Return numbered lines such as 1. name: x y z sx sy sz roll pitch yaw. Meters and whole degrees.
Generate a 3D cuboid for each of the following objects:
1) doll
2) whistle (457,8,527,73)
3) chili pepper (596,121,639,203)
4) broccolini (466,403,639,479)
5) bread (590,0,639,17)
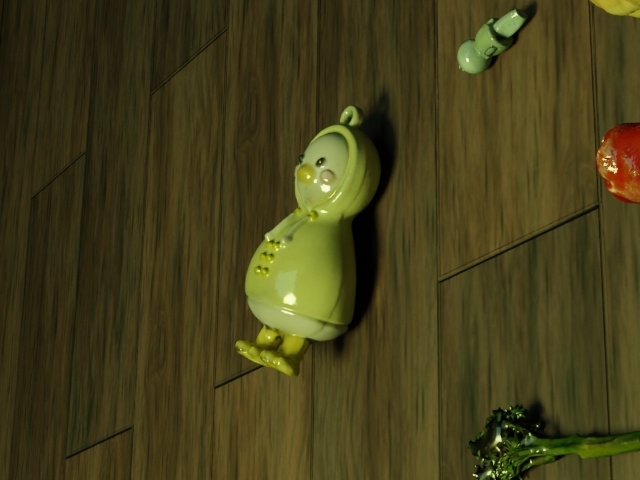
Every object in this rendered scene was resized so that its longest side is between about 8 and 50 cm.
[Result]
1. doll: -0.010 -0.003 1.729 0.141 0.117 0.296 11 89 59
2. whistle: 0.165 -0.193 1.566 0.100 0.035 0.035 -42 45 47
3. chili pepper: 0.274 -0.066 1.281 0.123 0.070 0.073 -5 118 57
4. broccolini: 0.216 0.169 1.348 0.254 0.071 0.057 -16 24 52
5. bread: 0.284 -0.293 1.294 0.236 0.120 0.198 -61 31 30
